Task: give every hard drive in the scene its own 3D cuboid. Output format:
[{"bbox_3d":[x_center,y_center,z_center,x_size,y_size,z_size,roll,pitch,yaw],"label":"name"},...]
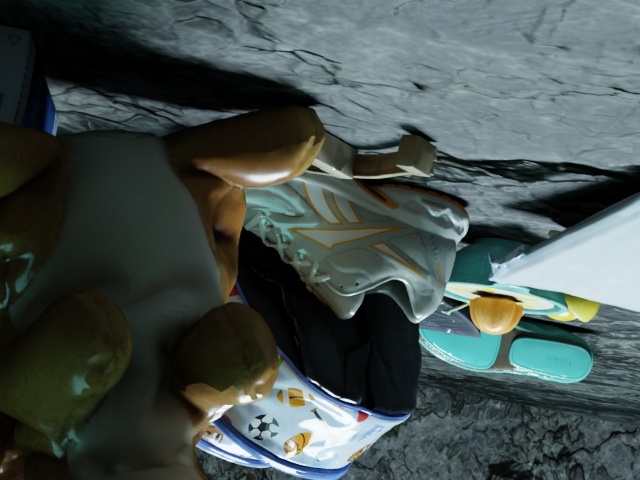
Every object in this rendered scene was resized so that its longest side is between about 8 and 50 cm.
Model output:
[{"bbox_3d":[0.098,0.064,1.681,0.172,0.054,0.255,8,170,17],"label":"hard drive"}]

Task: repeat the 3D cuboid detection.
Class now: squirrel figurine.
[{"bbox_3d":[-0.178,0.124,1.041,0.281,0.370,0.397,-5,171,-40],"label":"squirrel figurine"}]

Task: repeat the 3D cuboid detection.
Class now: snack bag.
[{"bbox_3d":[0.346,0.032,1.136,0.343,0.037,0.323,14,163,-15],"label":"snack bag"}]

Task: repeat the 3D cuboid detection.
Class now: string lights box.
[{"bbox_3d":[-0.278,-0.101,1.078,0.133,0.076,0.259,12,171,-5],"label":"string lights box"}]

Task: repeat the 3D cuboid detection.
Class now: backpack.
[{"bbox_3d":[-0.044,0.093,1.321,0.277,0.213,0.263,19,-153,-40],"label":"backpack"}]

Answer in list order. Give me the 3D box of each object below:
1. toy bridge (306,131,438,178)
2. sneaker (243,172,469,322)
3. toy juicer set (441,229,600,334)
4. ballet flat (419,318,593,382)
[{"bbox_3d":[0.007,-0.066,1.102,0.188,0.026,0.063,5,170,34],"label":"toy bridge"},{"bbox_3d":[0.000,0.000,1.211,0.263,0.121,0.099,14,170,-15],"label":"sneaker"},{"bbox_3d":[0.206,0.056,1.399,0.209,0.089,0.329,17,169,-28],"label":"toy juicer set"},{"bbox_3d":[0.233,0.133,1.871,0.247,0.083,0.087,14,-176,-7],"label":"ballet flat"}]
